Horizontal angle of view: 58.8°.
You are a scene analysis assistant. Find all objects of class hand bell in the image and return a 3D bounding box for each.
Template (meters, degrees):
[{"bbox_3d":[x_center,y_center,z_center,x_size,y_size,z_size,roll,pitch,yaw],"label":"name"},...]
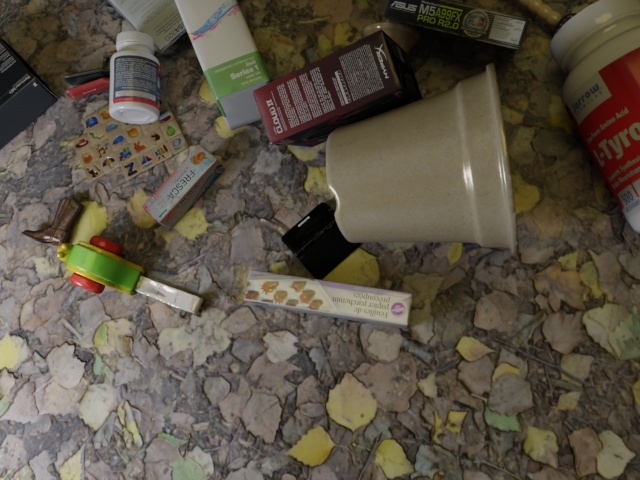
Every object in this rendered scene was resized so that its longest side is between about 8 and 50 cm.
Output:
[{"bbox_3d":[0.134,-0.319,1.204,0.126,0.126,0.242,7,88,9],"label":"hand bell"}]

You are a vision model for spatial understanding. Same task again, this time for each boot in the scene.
[{"bbox_3d":[-0.586,-0.048,1.247,0.106,0.037,0.114,16,81,-2],"label":"boot"}]

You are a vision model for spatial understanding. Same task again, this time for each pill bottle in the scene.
[{"bbox_3d":[-0.408,-0.359,1.251,0.107,0.108,0.180,-2,83,7],"label":"pill bottle"},{"bbox_3d":[0.596,-0.237,1.044,0.229,0.229,0.408,-21,73,1],"label":"pill bottle"}]

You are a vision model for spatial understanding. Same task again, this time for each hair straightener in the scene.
[{"bbox_3d":[-0.488,-0.407,1.324,0.230,0.047,0.089,-20,74,1],"label":"hair straightener"}]

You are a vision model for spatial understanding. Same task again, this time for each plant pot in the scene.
[{"bbox_3d":[0.184,-0.123,1.046,0.305,0.334,0.334,-8,74,18],"label":"plant pot"}]

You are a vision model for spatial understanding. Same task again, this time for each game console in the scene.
[{"bbox_3d":[0.000,0.000,1.172,0.122,0.071,0.107,-41,44,-5],"label":"game console"}]

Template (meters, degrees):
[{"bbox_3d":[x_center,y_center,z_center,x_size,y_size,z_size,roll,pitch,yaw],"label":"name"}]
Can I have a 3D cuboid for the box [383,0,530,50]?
[{"bbox_3d":[0.279,-0.448,1.153,0.270,0.216,0.060,18,114,12],"label":"box"}]

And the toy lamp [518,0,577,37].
[{"bbox_3d":[0.430,-0.532,1.224,0.274,0.080,0.080,43,84,14],"label":"toy lamp"}]

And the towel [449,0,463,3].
[{"bbox_3d":[0.166,-0.646,1.227,0.037,0.237,0.329,-47,69,39],"label":"towel"}]

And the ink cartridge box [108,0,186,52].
[{"bbox_3d":[-0.350,-0.640,1.358,0.324,0.071,0.330,-42,79,-5],"label":"ink cartridge box"}]

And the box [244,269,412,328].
[{"bbox_3d":[0.015,0.115,1.112,0.323,0.067,0.063,8,77,10],"label":"box"}]

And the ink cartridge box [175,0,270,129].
[{"bbox_3d":[-0.199,-0.400,1.178,0.117,0.201,0.278,-22,85,-3],"label":"ink cartridge box"}]

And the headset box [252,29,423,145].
[{"bbox_3d":[0.028,-0.272,1.095,0.293,0.218,0.110,-19,90,20],"label":"headset box"}]

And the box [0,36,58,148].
[{"bbox_3d":[-0.776,-0.319,1.311,0.261,0.103,0.184,-43,71,-5],"label":"box"}]

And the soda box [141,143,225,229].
[{"bbox_3d":[-0.290,-0.113,1.212,0.058,0.063,0.183,40,84,15],"label":"soda box"}]

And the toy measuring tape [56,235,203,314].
[{"bbox_3d":[-0.402,0.071,1.153,0.330,0.121,0.121,20,79,12],"label":"toy measuring tape"}]

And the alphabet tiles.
[{"bbox_3d":[-0.442,-0.235,1.294,0.237,0.009,0.198,-29,74,0],"label":"alphabet tiles"}]
